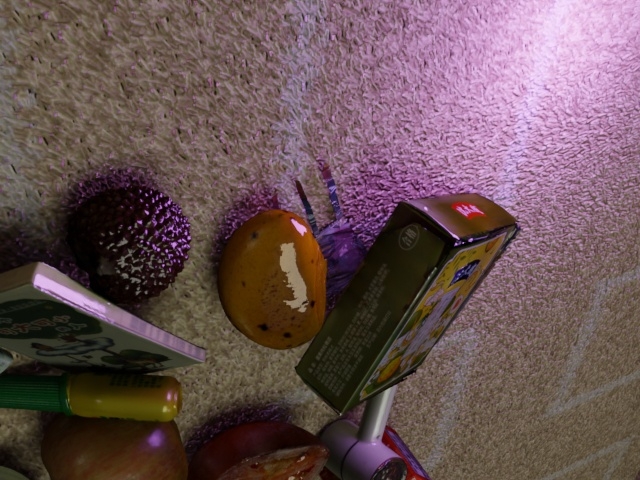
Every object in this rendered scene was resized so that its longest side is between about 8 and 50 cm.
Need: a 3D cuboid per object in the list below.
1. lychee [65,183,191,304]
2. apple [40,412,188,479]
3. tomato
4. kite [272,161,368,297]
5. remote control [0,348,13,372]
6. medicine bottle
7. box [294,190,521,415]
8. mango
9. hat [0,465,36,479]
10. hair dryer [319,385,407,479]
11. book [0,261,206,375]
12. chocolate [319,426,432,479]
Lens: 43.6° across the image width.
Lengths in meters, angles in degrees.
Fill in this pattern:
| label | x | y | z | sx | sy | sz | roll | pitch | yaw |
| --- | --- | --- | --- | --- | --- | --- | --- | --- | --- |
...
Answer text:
| label | x | y | z | sx | sy | sz | roll | pitch | yaw |
| --- | --- | --- | --- | --- | --- | --- | --- | --- | --- |
| lychee | -0.283 | 0.000 | 1.204 | 0.188 | 0.188 | 0.188 | -20 | 135 | -21 |
| apple | -0.356 | 0.392 | 1.439 | 0.264 | 0.264 | 0.264 | -20 | 135 | -21 |
| tomato | -0.162 | 0.499 | 1.752 | 0.338 | 0.143 | 0.338 | -20 | 140 | -18 |
| kite | -0.002 | -0.002 | 1.519 | 0.204 | 0.022 | 0.360 | -28 | 141 | -12 |
| remote control | -0.565 | 0.179 | 1.261 | 0.065 | 0.029 | 0.166 | -42 | 139 | 1 |
| medicine bottle | -0.389 | 0.258 | 1.342 | 0.309 | 0.111 | 0.076 | 4 | 89 | -3 |
| box | 0.178 | 0.110 | 1.569 | 0.373 | 0.138 | 0.420 | -10 | 135 | -58 |
| mango | -0.086 | 0.066 | 1.404 | 0.191 | 0.160 | 0.290 | 4 | 128 | 3 |
| hat | -0.559 | 0.499 | 1.478 | 0.252 | 0.252 | 0.110 | -57 | 179 | 19 |
| hair dryer | 0.127 | 0.413 | 1.882 | 0.128 | 0.203 | 0.362 | 6 | 103 | -40 |
| book | -0.391 | 0.146 | 1.249 | 0.260 | 0.043 | 0.371 | -15 | 148 | 28 |
| chocolate | 0.132 | 0.599 | 1.991 | 0.235 | 0.237 | 0.108 | -39 | 127 | 0 |
